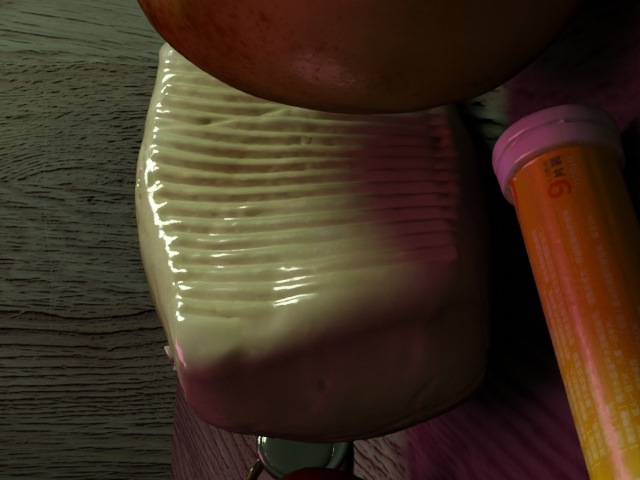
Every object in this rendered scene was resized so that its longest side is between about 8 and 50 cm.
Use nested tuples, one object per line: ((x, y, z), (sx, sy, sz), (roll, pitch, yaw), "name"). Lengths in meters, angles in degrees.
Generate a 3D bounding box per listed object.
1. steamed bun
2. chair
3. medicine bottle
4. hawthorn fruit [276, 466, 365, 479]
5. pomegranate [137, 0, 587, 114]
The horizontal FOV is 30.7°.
((0.001, 0.005, 0.872), (0.383, 0.247, 0.236), (-103, 1, -46), "steamed bun")
((-0.038, 0.250, 1.255), (0.221, 0.095, 0.104), (114, 143, -54), "chair")
((0.148, 0.033, 0.612), (0.074, 0.074, 0.218), (112, 154, -53), "medicine bottle")
((-0.003, 0.305, 0.891), (0.261, 0.224, 0.224), (-122, 35, -44), "hawthorn fruit")
((0.013, -0.212, 0.680), (0.319, 0.319, 0.319), (-178, 90, -76), "pomegranate")
